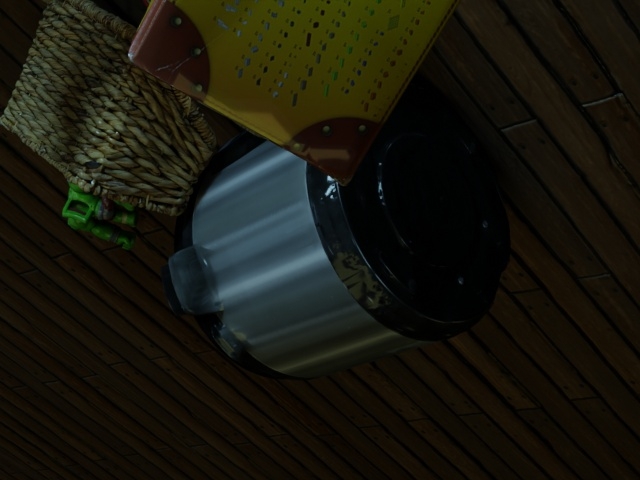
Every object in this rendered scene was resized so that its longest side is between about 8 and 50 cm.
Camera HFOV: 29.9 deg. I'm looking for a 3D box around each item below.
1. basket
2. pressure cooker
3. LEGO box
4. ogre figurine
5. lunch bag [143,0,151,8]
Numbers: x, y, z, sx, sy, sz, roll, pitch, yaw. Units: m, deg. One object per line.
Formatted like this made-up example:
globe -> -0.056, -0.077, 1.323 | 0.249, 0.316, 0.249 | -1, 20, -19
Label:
basket -> -0.266, -0.192, 1.651 | 0.213, 0.223, 0.299 | 16, -168, -42
pressure cooker -> 0.001, 0.006, 1.676 | 0.370, 0.375, 0.420 | 36, 142, -28
LEGO box -> 0.056, -0.343, 0.970 | 0.193, 0.372, 0.500 | 28, 106, -12
ogre figurine -> -0.364, -0.066, 2.000 | 0.118, 0.096, 0.197 | 8, 157, -4
lunch bag -> -0.090, -0.344, 1.461 | 0.293, 0.120, 0.258 | 0, 142, 25
